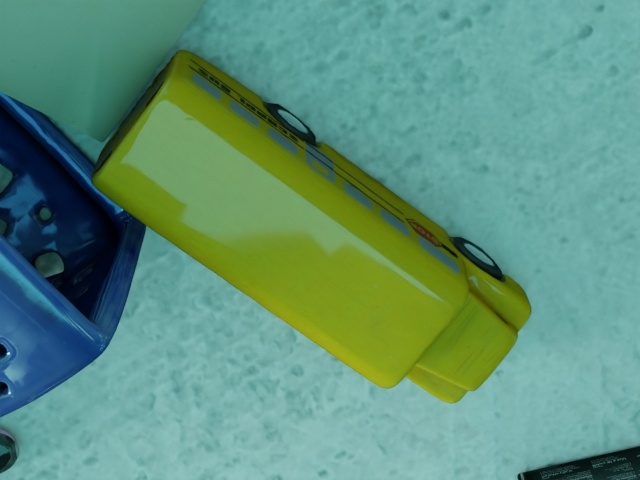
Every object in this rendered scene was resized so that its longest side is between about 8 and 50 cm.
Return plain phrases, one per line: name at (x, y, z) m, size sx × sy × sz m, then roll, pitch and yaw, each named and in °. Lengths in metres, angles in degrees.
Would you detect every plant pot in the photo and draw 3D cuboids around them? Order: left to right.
plant pot at (-0.285, 0.012, 1.324) m, size 0.212 × 0.236 × 0.236 m, roll -40°, pitch 105°, yaw 16°

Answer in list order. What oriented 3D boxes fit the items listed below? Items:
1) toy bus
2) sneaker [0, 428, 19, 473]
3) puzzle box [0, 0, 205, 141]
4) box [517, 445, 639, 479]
toy bus at (0.000, 0.000, 1.375) m, size 0.332 × 0.130 × 0.108 m, roll 36°, pitch 104°, yaw -12°
sneaker at (-0.295, 0.177, 1.464) m, size 0.119 × 0.057 × 0.047 m, roll -8°, pitch 106°, yaw 0°
puzzle box at (-0.233, -0.261, 1.240) m, size 0.409 × 0.052 × 0.272 m, roll 28°, pitch 107°, yaw -36°
box at (0.341, 0.279, 1.506) m, size 0.322 × 0.079 × 0.257 m, roll -12°, pitch 110°, yaw 2°
